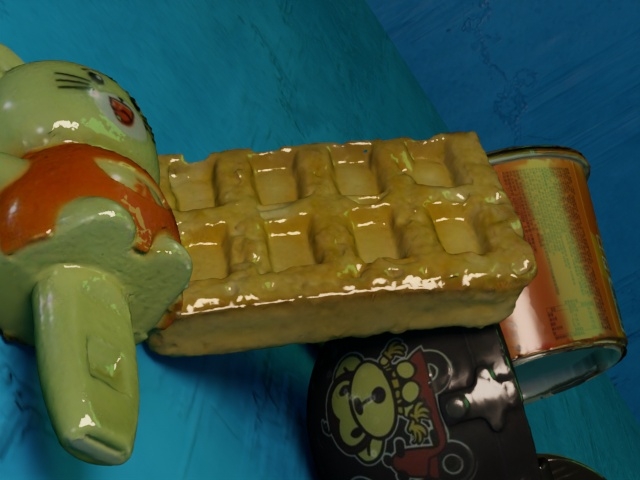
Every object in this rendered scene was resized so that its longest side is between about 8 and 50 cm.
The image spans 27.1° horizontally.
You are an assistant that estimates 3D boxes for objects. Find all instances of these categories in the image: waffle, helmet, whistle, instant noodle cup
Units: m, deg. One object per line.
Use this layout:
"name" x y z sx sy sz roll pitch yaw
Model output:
"waffle" 0.000 0.000 0.926 0.168 0.274 0.057 -106 -166 -49
"helmet" 0.070 0.145 1.020 0.279 0.160 0.230 107 -32 -75
"whistle" -0.134 -0.003 0.728 0.131 0.106 0.288 37 25 -42
"instant noodle cup" 0.191 0.057 1.440 0.296 0.296 0.214 30 40 -63

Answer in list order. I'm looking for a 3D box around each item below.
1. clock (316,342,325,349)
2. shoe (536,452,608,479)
"clock" 0.040 0.055 1.249 0.195 0.100 0.194 48 21 -29
"shoe" 0.320 0.343 1.632 0.275 0.103 0.098 51 -3 -30
